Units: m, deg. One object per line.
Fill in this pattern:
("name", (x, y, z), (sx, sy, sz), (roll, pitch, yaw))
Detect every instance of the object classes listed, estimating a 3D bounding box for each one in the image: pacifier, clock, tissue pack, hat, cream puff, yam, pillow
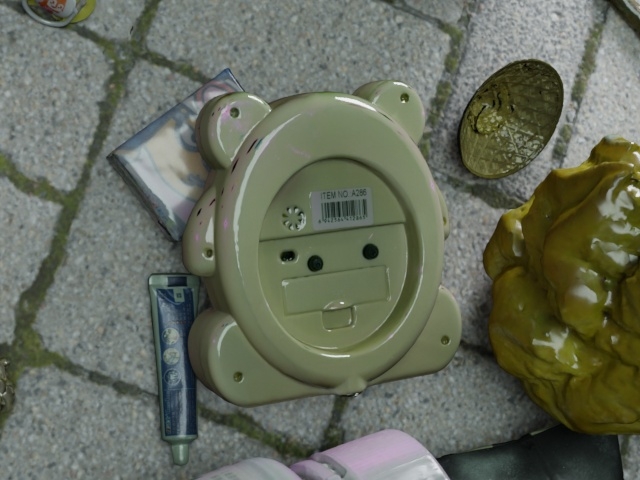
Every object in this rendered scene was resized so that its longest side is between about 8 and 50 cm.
("pacifier", (-0.273, -0.261, 1.274), (0.083, 0.068, 0.064), (27, 42, -27))
("clock", (0.000, 0.000, 1.240), (0.283, 0.114, 0.310), (-7, 96, -20))
("tissue pack", (-0.126, -0.087, 1.277), (0.155, 0.065, 0.116), (-38, 97, -17))
("hat", (0.194, -0.147, 1.374), (0.146, 0.067, 0.146), (-18, 129, -25))
("cream puff", (0.303, 0.026, 1.221), (0.324, 0.257, 0.291), (33, 74, 37))
("yam", (0.409, -0.224, 1.454), (0.027, 0.029, 0.234), (-38, 96, 26))
("pillow", (0.219, 0.286, 1.299), (0.249, 0.106, 0.186), (-16, 95, -14))

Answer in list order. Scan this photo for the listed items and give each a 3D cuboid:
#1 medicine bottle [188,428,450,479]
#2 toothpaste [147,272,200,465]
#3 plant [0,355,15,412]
("medicine bottle", (-0.035, 0.326, 1.151), (0.324, 0.256, 0.256), (-19, 88, -24))
("toothpaste", (-0.146, 0.130, 1.260), (0.057, 0.035, 0.197), (1, 80, -23))
("plant", (-0.349, 0.139, 1.166), (0.116, 0.122, 0.104), (42, 86, -14))
